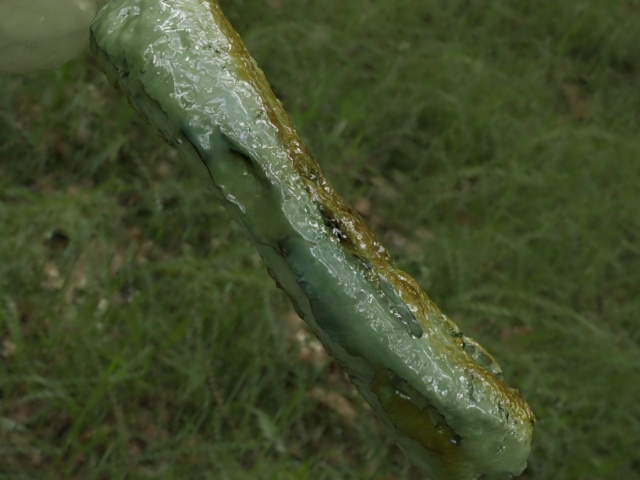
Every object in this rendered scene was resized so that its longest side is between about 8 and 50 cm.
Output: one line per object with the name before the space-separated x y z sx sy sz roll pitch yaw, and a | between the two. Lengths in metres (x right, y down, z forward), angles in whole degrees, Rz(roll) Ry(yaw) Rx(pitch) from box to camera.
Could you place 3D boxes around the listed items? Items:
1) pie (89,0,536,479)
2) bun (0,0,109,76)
pie | -0.005 -0.007 0.727 0.302 0.067 0.302 52 2 -2
bun | -0.250 -0.235 1.012 0.365 0.219 0.365 -5 22 2
